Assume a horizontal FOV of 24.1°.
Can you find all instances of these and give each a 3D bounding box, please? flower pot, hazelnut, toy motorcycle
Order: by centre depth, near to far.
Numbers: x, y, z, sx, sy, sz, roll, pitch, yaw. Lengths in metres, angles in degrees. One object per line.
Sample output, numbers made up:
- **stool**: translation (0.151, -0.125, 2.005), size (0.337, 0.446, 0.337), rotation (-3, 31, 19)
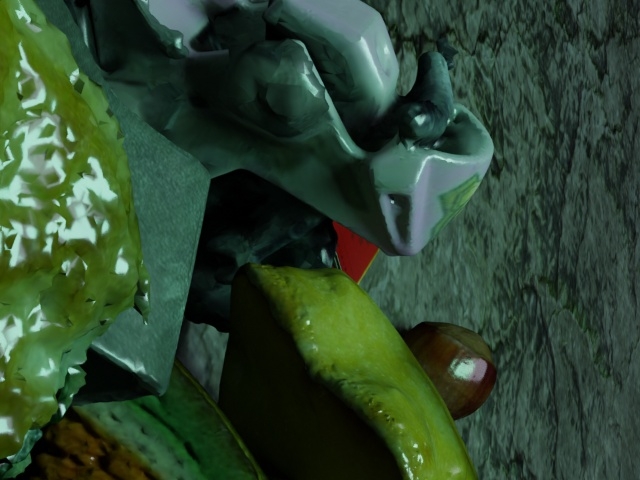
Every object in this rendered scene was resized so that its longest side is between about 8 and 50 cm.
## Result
- **flower pot**: translation (-0.136, -0.031, 0.560), size (0.229, 0.103, 0.108), rotation (53, 40, -50)
- **toy motorcycle**: translation (-0.023, -0.111, 0.716), size (0.143, 0.188, 0.327), rotation (-57, 138, -64)
- **hazelnut**: translation (0.088, 0.099, 1.086), size (0.086, 0.086, 0.086), rotation (-3, 90, -66)

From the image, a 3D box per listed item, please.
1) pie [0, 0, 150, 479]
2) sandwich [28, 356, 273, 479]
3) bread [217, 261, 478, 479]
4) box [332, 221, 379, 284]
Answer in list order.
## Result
- **pie**: translation (-0.189, 0.042, 0.333), size (0.371, 0.078, 0.296), rotation (-48, 139, -29)
- **sandwich**: translation (-0.082, 0.152, 0.661), size (0.184, 0.160, 0.109), rotation (55, -17, 10)
- **bread**: translation (0.014, 0.112, 0.742), size (0.088, 0.161, 0.233), rotation (-35, 153, -21)
- **box**: translation (0.000, 0.000, 0.959), size (0.133, 0.023, 0.090), rotation (-54, 133, -55)
